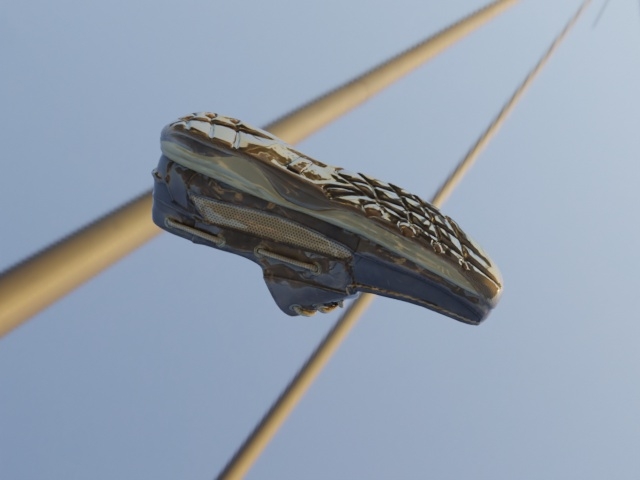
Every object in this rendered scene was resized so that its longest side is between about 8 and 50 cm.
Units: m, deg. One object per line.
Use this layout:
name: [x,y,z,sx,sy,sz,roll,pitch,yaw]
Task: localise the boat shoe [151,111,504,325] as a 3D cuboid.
boat shoe: [0.000,0.000,1.312,0.355,0.130,0.132,27,-159,13]
